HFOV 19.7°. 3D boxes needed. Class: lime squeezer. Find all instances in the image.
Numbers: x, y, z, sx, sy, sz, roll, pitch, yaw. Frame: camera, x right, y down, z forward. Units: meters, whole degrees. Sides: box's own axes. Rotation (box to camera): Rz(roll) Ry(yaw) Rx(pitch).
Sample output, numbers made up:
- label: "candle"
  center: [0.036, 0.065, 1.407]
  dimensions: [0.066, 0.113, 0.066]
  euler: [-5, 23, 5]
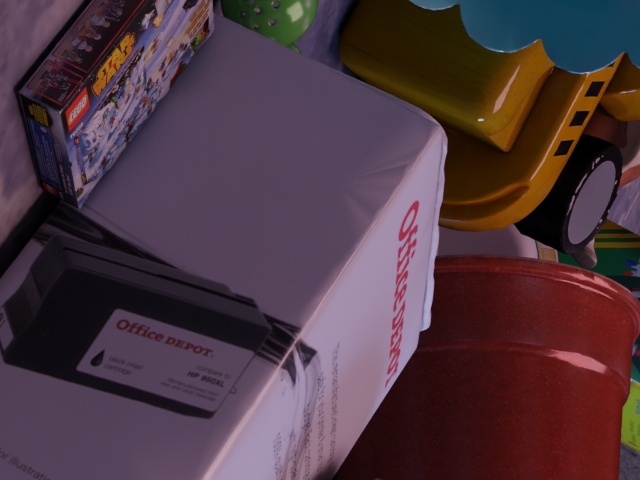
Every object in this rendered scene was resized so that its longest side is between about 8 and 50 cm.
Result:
- label: "lime squeezer"
  center: [-0.031, -0.138, 1.110]
  dimensions: [0.310, 0.059, 0.110]
  euler: [95, -4, -52]

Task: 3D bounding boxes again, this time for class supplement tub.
- label: "supplement tub"
  center: [0.153, 0.022, 1.791]
  dimensions: [0.144, 0.144, 0.199]
  euler: [-65, 165, 5]

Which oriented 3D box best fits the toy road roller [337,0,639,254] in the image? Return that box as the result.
- label: "toy road roller"
  center: [0.150, -0.164, 1.377]
  dimensions: [0.329, 0.202, 0.240]
  euler: [-62, 154, -1]

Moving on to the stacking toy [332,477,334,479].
- label: "stacking toy"
  center: [0.127, 0.156, 1.670]
  dimensions: [0.302, 0.175, 0.166]
  euler: [-36, 169, 9]

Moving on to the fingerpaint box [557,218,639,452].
- label: "fingerpaint box"
  center: [0.361, 0.118, 2.221]
  dimensions: [0.163, 0.371, 0.445]
  euler: [-59, 164, -9]

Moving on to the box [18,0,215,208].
- label: "box"
  center: [-0.102, -0.095, 0.953]
  dimensions: [0.137, 0.027, 0.094]
  euler: [-56, 165, -26]

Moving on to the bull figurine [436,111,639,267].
- label: "bull figurine"
  center: [0.199, -0.077, 1.561]
  dimensions: [0.101, 0.310, 0.188]
  euler: [48, 61, -28]

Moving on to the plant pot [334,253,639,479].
- label: "plant pot"
  center: [0.122, 0.185, 1.436]
  dimensions: [0.272, 0.272, 0.265]
  euler: [81, 10, -66]

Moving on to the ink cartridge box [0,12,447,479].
- label: "ink cartridge box"
  center: [-0.096, 0.112, 1.055]
  dimensions: [0.395, 0.166, 0.285]
  euler: [-55, 165, -25]

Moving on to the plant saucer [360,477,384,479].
- label: "plant saucer"
  center: [-0.020, 0.228, 1.135]
  dimensions: [0.200, 0.037, 0.200]
  euler: [-57, 174, -9]

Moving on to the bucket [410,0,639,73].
- label: "bucket"
  center: [0.155, -0.258, 1.102]
  dimensions: [0.281, 0.281, 0.183]
  euler: [91, 24, -59]
